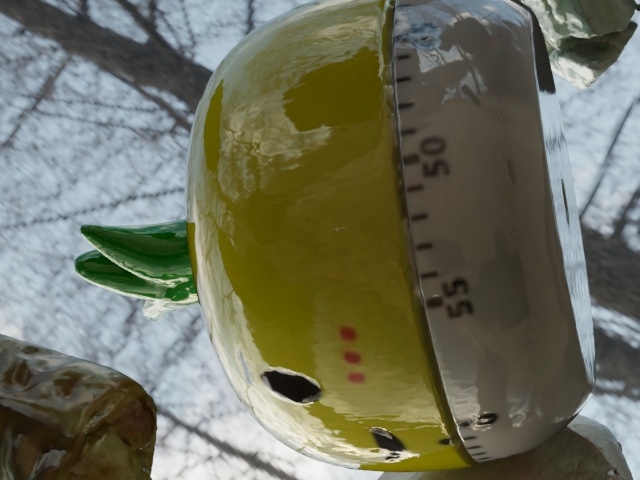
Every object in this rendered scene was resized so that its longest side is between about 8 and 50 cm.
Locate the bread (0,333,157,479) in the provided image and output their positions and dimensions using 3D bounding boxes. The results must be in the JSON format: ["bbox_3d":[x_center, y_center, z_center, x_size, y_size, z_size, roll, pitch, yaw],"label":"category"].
[{"bbox_3d":[-0.241,0.061,0.770,0.077,0.367,0.084,29,-105,-69],"label":"bread"}]

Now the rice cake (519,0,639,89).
[{"bbox_3d":[0.103,-0.244,1.011,0.066,0.063,0.336,-45,-67,-32],"label":"rice cake"}]

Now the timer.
[{"bbox_3d":[0.000,0.000,0.895,0.285,0.285,0.285,-15,-61,-28],"label":"timer"}]

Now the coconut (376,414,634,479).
[{"bbox_3d":[0.115,0.171,0.974,0.183,0.171,0.171,-41,-52,-19],"label":"coconut"}]
